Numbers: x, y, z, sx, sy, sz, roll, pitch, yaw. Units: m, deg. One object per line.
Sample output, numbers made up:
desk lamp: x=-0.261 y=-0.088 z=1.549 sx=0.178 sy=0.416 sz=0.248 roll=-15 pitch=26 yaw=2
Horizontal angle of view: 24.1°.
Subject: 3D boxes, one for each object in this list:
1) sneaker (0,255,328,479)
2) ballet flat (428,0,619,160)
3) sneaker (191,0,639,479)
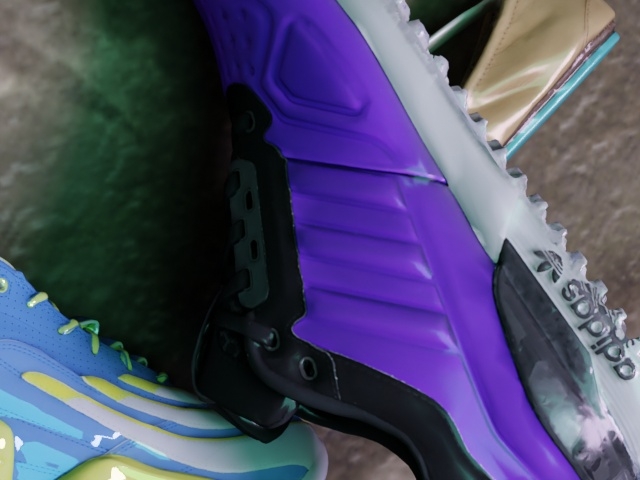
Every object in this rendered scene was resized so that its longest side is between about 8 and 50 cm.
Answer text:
sneaker: x=-0.105 y=0.057 z=0.583 sx=0.240 sy=0.091 sz=0.126 roll=-2 pitch=99 yaw=-26
ballet flat: x=0.041 y=-0.031 z=0.671 sx=0.073 sy=0.080 sz=0.232 roll=38 pitch=78 yaw=0
sneaker: x=0.000 y=0.000 z=0.574 sx=0.146 sy=0.102 sz=0.293 roll=-35 pitch=78 yaw=-2
